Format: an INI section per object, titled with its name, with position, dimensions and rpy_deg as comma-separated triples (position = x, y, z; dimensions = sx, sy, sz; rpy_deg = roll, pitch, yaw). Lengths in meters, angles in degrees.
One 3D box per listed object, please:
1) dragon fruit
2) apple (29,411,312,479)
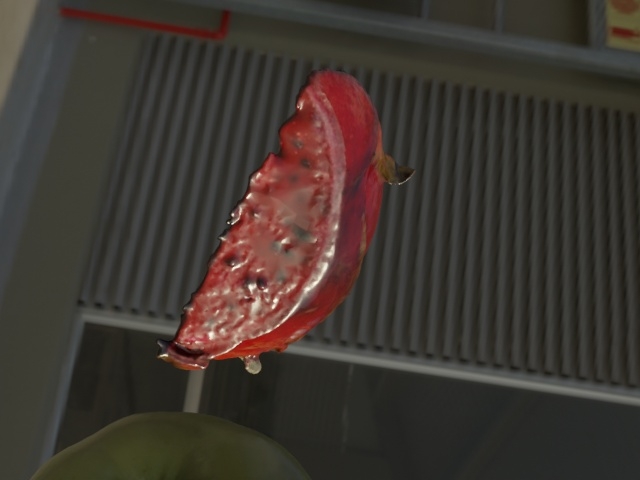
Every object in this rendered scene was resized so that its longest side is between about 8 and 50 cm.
[dragon fruit]
position = 0.000, 0.000, 1.143
dimensions = 0.343, 0.100, 0.282
rpy_deg = -63, 157, 10
[apple]
position = -0.191, 0.464, 1.421
dimensions = 0.473, 0.473, 0.474
rpy_deg = -171, -90, -87
